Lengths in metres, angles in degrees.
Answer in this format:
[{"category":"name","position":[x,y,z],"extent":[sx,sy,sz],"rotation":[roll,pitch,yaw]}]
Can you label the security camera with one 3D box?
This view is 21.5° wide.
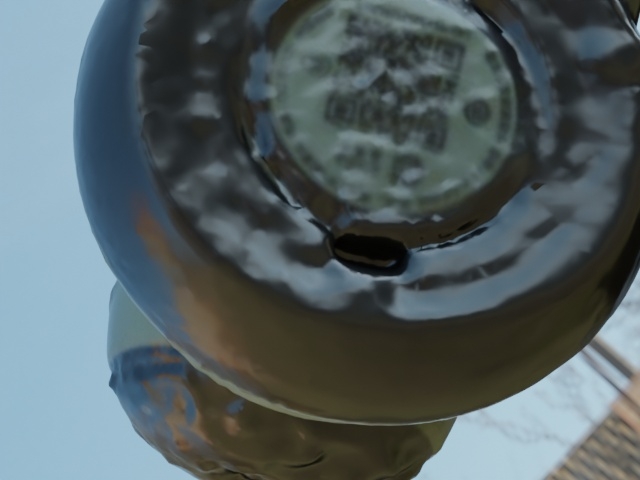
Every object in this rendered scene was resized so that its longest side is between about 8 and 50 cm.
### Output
[{"category":"security camera","position":[0.000,0.000,0.649],"extent":[0.277,0.197,0.191],"rotation":[117,165,-68]}]
